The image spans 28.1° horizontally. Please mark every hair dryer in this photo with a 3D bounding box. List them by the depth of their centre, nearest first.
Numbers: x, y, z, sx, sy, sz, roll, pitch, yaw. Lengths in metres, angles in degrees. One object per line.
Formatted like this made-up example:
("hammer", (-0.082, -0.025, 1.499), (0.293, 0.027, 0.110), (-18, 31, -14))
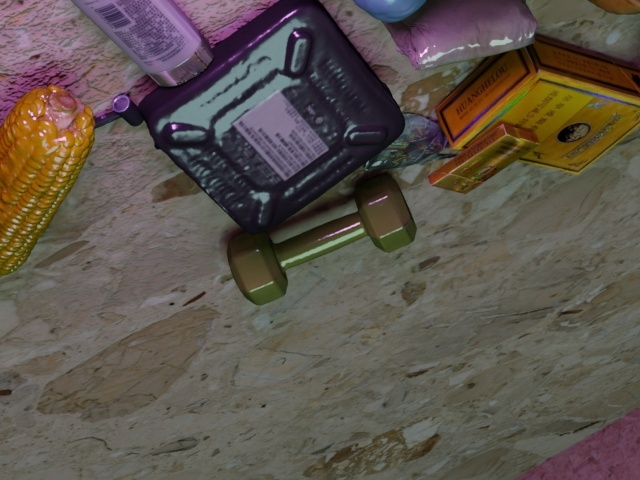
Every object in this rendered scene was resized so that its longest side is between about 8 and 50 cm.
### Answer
("hair dryer", (-0.278, -0.159, 1.687), (0.083, 0.026, 0.047), (-22, 151, 11))

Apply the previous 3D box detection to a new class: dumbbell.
("dumbbell", (0.000, 0.000, 2.049), (0.302, 0.121, 0.108), (-23, 122, 4))

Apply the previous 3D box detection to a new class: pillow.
("pillow", (0.184, -0.286, 1.659), (0.181, 0.134, 0.077), (-16, 139, -8))

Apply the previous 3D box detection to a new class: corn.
("corn", (-0.389, -0.070, 1.670), (0.120, 0.120, 0.363), (0, 145, -32))

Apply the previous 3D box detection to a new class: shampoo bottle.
("shampoo bottle", (-0.212, -0.263, 1.517), (0.086, 0.056, 0.227), (-26, 151, 12))

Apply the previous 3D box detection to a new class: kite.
("kite", (0.188, -0.149, 2.011), (0.245, 0.015, 0.141), (0, 148, -30))

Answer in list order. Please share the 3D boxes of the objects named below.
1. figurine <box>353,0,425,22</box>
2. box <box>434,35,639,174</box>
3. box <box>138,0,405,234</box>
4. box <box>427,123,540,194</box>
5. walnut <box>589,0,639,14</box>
("figurine", (0.120, -0.371, 1.497), (0.260, 0.103, 0.205), (-43, 147, 19))
("box", (0.350, -0.202, 1.947), (0.301, 0.084, 0.193), (7, 144, -40))
("box", (-0.057, -0.160, 1.704), (0.289, 0.073, 0.290), (-34, 135, 9))
("box", (0.244, -0.120, 1.918), (0.089, 0.022, 0.156), (13, 142, -45))
("walnut", (0.416, -0.374, 1.603), (0.226, 0.193, 0.193), (-10, 150, -25))
